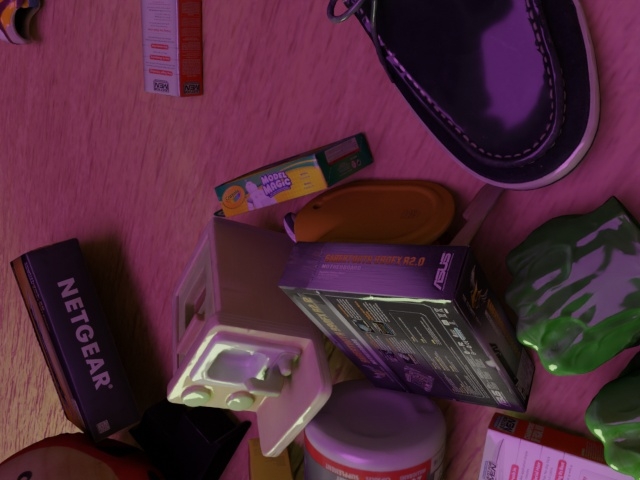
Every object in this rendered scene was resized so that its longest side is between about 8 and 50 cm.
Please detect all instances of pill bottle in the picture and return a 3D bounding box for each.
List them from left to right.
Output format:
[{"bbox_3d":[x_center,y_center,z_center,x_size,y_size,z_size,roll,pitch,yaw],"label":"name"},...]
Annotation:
[{"bbox_3d":[0.061,0.325,0.733,0.161,0.161,0.284,12,111,33],"label":"pill bottle"}]

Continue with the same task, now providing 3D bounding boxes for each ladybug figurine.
[{"bbox_3d":[-0.359,0.407,0.973,0.305,0.449,0.162,23,75,3],"label":"ladybug figurine"}]

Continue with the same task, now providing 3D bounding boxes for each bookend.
[{"bbox_3d":[-0.211,0.297,0.980,0.157,0.072,0.156,40,123,20],"label":"bookend"}]

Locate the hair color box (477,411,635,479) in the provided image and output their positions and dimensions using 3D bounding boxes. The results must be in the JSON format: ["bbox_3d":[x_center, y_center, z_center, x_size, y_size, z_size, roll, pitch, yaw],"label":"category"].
[{"bbox_3d":[0.247,0.246,0.621,0.167,0.053,0.093,12,102,23],"label":"hair color box"}]

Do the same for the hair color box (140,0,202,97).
[{"bbox_3d":[-0.194,-0.263,0.806,0.071,0.043,0.141,16,113,31],"label":"hair color box"}]

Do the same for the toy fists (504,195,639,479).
[{"bbox_3d":[0.278,0.102,0.549,0.142,0.096,0.279,-39,79,25],"label":"toy fists"}]

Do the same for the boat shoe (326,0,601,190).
[{"bbox_3d":[0.076,-0.265,0.540,0.186,0.156,0.501,-26,90,37],"label":"boat shoe"}]

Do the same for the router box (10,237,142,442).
[{"bbox_3d":[-0.417,0.161,1.036,0.243,0.081,0.309,-11,98,58],"label":"router box"}]

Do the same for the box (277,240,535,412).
[{"bbox_3d":[0.093,0.088,0.619,0.183,0.056,0.231,1,145,37],"label":"box"}]

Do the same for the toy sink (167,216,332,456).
[{"bbox_3d":[-0.097,0.112,0.729,0.153,0.131,0.234,-55,33,35],"label":"toy sink"}]

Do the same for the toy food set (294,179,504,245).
[{"bbox_3d":[0.077,-0.002,0.652,0.217,0.128,0.071,4,131,32],"label":"toy food set"}]

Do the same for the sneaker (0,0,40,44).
[{"bbox_3d":[-0.472,-0.400,0.959,0.083,0.069,0.186,22,118,11],"label":"sneaker"}]

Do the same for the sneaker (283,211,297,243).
[{"bbox_3d":[0.000,0.000,0.758,0.109,0.040,0.044,44,109,13],"label":"sneaker"}]

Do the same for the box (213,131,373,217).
[{"bbox_3d":[-0.040,-0.072,0.715,0.179,0.105,0.043,-15,102,38],"label":"box"}]

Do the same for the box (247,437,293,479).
[{"bbox_3d":[-0.060,0.360,0.807,0.058,0.232,0.088,-2,110,-8],"label":"box"}]
